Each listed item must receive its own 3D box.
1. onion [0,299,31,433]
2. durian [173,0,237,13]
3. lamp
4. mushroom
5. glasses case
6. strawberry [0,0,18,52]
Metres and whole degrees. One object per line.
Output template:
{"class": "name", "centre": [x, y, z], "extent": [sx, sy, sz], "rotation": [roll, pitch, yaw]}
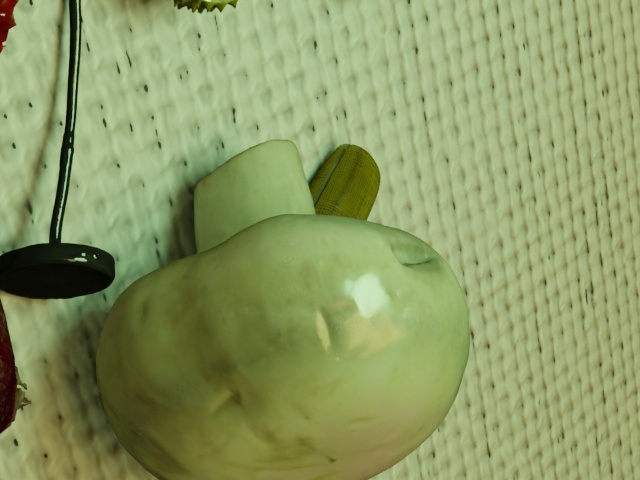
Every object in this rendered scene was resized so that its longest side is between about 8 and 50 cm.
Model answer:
{"class": "onion", "centre": [-0.331, 0.111, 1.389], "extent": [0.283, 0.120, 0.227], "rotation": [27, 81, -49]}
{"class": "durian", "centre": [-0.148, -0.297, 1.543], "extent": [0.208, 0.102, 0.146], "rotation": [50, 45, -25]}
{"class": "lamp", "centre": [-0.208, -0.125, 1.493], "extent": [0.130, 0.108, 0.371], "rotation": [23, 79, -53]}
{"class": "mushroom", "centre": [-0.050, 0.092, 1.571], "extent": [0.325, 0.353, 0.353], "rotation": [-30, 119, -39]}
{"class": "glasses case", "centre": [0.000, 0.000, 1.796], "extent": [0.234, 0.064, 0.079], "rotation": [-64, 143, -20]}
{"class": "strawberry", "centre": [-0.347, -0.237, 1.233], "extent": [0.351, 0.267, 0.312], "rotation": [-81, 180, -48]}
